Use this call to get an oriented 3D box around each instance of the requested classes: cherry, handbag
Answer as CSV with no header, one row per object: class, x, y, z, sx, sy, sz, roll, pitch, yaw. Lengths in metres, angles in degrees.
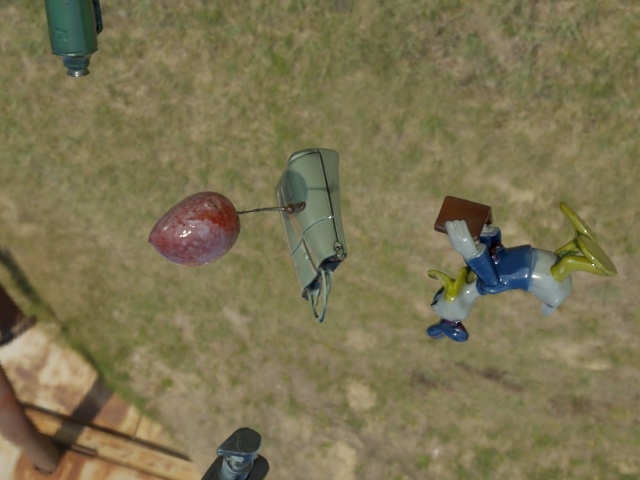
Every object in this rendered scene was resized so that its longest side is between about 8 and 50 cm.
cherry,-0.116,-0.029,1.173,0.226,0.090,0.107,-22,162,-26
handbag,0.000,0.000,1.718,0.109,0.315,0.241,-7,158,-17

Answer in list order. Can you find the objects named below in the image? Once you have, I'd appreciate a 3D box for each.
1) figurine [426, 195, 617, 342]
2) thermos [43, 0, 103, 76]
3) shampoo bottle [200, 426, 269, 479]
figurine,0.290,0.057,1.580,0.283,0.204,0.338,39,113,-8
thermos,-0.366,-0.335,1.329,0.073,0.083,0.187,-1,117,1
shampoo bottle,-0.124,0.338,1.143,0.071,0.098,0.309,33,132,13
